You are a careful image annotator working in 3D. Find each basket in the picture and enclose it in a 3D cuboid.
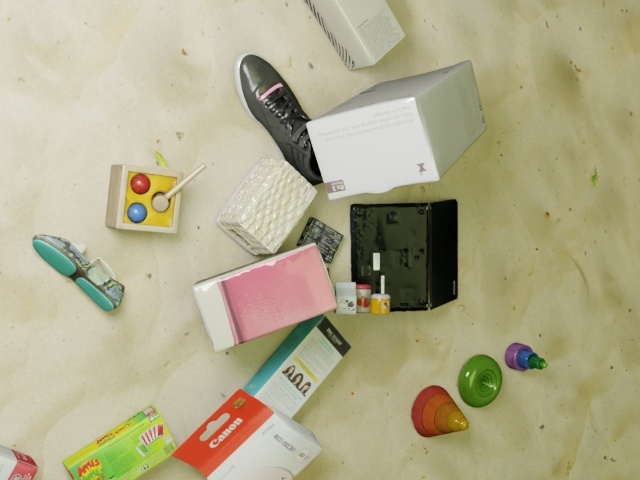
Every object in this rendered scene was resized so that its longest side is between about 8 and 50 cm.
[{"bbox_3d":[-0.099,-0.064,1.500,0.113,0.103,0.167,42,74,-26],"label":"basket"}]

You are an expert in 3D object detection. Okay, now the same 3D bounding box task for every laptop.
[{"bbox_3d":[0.190,0.030,1.734,0.264,0.136,0.234,-2,96,-5],"label":"laptop"}]

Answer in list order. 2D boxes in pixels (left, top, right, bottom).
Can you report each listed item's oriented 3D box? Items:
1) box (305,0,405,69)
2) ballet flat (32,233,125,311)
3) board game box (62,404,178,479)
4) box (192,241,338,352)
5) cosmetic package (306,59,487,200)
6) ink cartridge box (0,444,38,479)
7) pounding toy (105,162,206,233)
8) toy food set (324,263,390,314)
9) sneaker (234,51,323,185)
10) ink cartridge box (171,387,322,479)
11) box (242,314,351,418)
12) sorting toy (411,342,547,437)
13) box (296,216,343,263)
[{"bbox_3d":[0.043,-0.480,1.551,0.113,0.094,0.275,-43,114,-21],"label":"box"},{"bbox_3d":[-0.411,0.043,1.357,0.070,0.070,0.188,-49,118,-18],"label":"ballet flat"},{"bbox_3d":[-0.358,0.388,1.423,0.181,0.043,0.092,-31,109,-25],"label":"board game box"},{"bbox_3d":[-0.101,0.099,1.434,0.232,0.148,0.127,-20,92,-5],"label":"box"},{"bbox_3d":[0.157,-0.213,1.480,0.385,0.217,0.156,-41,117,-60],"label":"cosmetic package"},{"bbox_3d":[-0.573,0.386,1.277,0.175,0.072,0.127,34,78,-29],"label":"ink cartridge box"},{"bbox_3d":[-0.289,-0.080,1.387,0.141,0.100,0.130,5,92,-31],"label":"pounding toy"},{"bbox_3d":[0.023,0.091,1.575,0.232,0.111,0.105,2,88,-4],"label":"toy food set"},{"bbox_3d":[-0.050,-0.230,1.489,0.104,0.147,0.296,-38,111,-20],"label":"sneaker"},{"bbox_3d":[-0.134,0.403,1.493,0.189,0.066,0.232,-45,133,4],"label":"ink cartridge box"},{"bbox_3d":[-0.055,0.265,1.582,0.244,0.060,0.100,-48,116,-18],"label":"box"},{"bbox_3d":[0.385,0.347,1.814,0.365,0.126,0.127,-26,107,-26],"label":"sorting toy"},{"bbox_3d":[0.000,0.000,1.614,0.083,0.018,0.067,30,79,-29],"label":"box"}]
